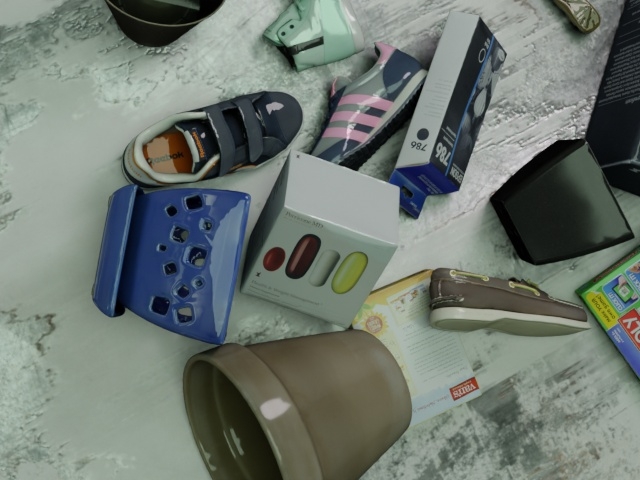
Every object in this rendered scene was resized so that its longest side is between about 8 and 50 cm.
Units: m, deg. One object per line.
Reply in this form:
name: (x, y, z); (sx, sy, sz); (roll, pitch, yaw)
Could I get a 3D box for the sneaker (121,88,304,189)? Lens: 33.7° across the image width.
sneaker: (-0.165, -0.163, 1.723); (0.321, 0.127, 0.126); (-23, 92, -13)

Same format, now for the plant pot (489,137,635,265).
plant pot: (0.400, -0.055, 1.820); (0.167, 0.187, 0.188); (-27, 95, 0)

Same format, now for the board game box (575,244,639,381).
board game box: (0.638, 0.157, 1.902); (0.213, 0.046, 0.317); (-37, 97, 3)

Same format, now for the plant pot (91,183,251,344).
plant pot: (-0.232, 0.029, 1.655); (0.212, 0.236, 0.235); (9, 87, -5)

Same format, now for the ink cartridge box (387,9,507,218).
ink cartridge box: (0.216, -0.203, 1.788); (0.065, 0.165, 0.332); (18, 85, 29)

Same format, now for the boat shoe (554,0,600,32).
boat shoe: (0.448, -0.439, 1.906); (0.056, 0.048, 0.153); (-39, 90, 2)

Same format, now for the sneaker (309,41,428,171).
sneaker: (0.044, -0.201, 1.792); (0.131, 0.112, 0.319); (43, 80, 13)

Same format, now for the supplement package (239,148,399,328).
supplement package: (0.000, 0.000, 1.692); (0.194, 0.203, 0.149); (18, 40, -11)

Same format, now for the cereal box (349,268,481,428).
cereal box: (0.156, 0.190, 1.821); (0.173, 0.047, 0.240); (-21, 94, -13)

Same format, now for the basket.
basket: (-0.258, -0.388, 1.654); (0.204, 0.227, 0.154); (10, 87, -13)

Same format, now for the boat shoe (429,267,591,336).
boat shoe: (0.329, 0.109, 1.819); (0.324, 0.116, 0.096); (7, 70, -25)

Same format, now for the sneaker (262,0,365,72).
sneaker: (-0.041, -0.410, 1.770); (0.151, 0.094, 0.255); (-24, 93, -9)

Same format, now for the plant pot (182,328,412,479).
plant pot: (-0.021, 0.277, 1.675); (0.280, 0.323, 0.323); (-23, 94, -29)

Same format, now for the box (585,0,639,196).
box: (0.674, -0.263, 1.860); (0.294, 0.212, 0.395); (19, 84, -11)
